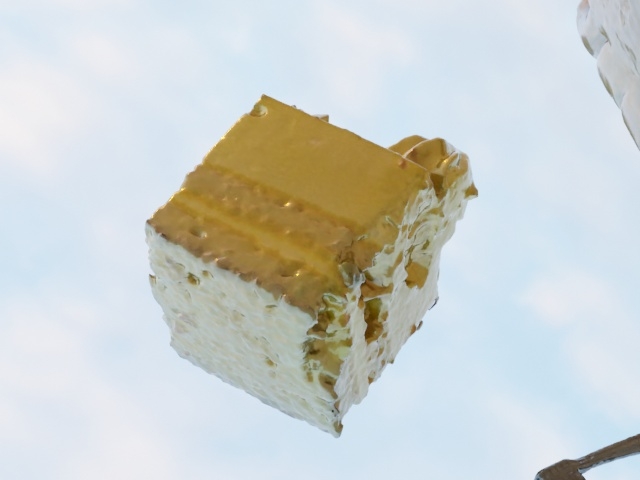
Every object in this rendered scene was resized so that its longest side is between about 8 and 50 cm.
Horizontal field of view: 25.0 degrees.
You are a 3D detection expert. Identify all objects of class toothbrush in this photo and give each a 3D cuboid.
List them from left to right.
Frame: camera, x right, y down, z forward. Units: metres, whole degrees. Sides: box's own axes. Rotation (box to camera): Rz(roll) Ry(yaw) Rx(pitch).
[{"bbox_3d":[0.323,0.168,1.278,0.297,0.030,0.030,-20,-139,-17],"label":"toothbrush"}]

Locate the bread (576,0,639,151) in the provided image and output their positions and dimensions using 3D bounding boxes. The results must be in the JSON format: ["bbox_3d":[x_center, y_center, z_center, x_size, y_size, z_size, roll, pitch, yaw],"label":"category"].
[{"bbox_3d":[0.133,-0.062,0.399,0.081,0.134,0.225,-13,-136,-6],"label":"bread"}]

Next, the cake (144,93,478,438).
[{"bbox_3d":[0.000,0.000,1.429,0.227,0.222,0.286,25,-122,22],"label":"cake"}]
